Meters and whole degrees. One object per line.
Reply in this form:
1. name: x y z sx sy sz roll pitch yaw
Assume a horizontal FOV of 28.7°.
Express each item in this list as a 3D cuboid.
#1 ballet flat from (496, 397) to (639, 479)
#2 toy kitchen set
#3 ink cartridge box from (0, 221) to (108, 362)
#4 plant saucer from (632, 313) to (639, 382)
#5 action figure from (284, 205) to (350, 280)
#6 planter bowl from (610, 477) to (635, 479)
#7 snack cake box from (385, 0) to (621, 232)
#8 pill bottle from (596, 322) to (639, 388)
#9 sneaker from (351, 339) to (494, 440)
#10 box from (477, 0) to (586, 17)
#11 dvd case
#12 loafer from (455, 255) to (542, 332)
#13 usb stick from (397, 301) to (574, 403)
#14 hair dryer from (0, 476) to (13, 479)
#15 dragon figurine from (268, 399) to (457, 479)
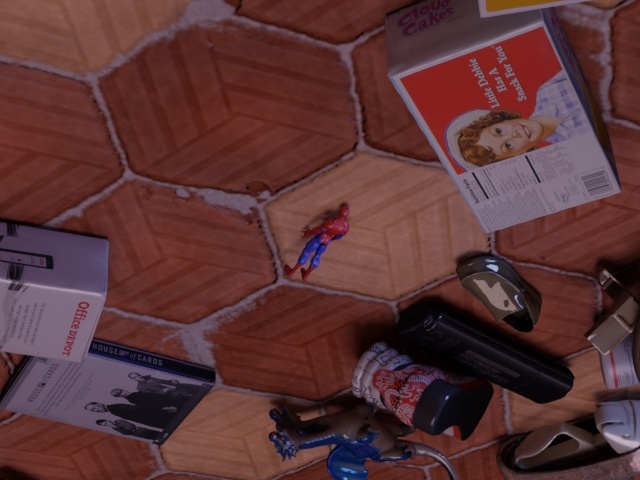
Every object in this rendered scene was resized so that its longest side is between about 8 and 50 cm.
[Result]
1. ballet flat: 0.387 0.284 1.759 0.316 0.107 0.106 -27 126 25
2. toy kitchen set: 0.337 0.080 1.503 0.068 0.083 0.075 43 97 -8
3. ink cartridge box: -0.356 0.056 1.430 0.203 0.086 0.148 10 140 -17
4. plant saucer: 0.503 0.100 1.492 0.278 0.041 0.277 -10 121 -16
5. action figure: 0.000 0.000 1.432 0.038 0.030 0.115 16 133 -31
6. planter bowl: 0.407 0.383 1.874 0.162 0.109 0.162 -2 142 -1
7. snack cake box: 0.183 -0.131 1.232 0.152 0.089 0.264 -17 139 19
8. pill bottle: 0.432 0.133 1.580 0.160 0.087 0.087 -11 141 9
9. sneaker: 0.132 0.192 1.643 0.145 0.090 0.270 28 -177 22
10. box: 0.222 -0.273 1.037 0.203 0.114 0.103 -9 141 5
11. dvd case: -0.284 0.198 1.659 0.239 0.029 0.179 18 137 -24
12. loafer: 0.221 0.066 1.512 0.148 0.050 0.056 30 131 -34
13. usb stick: 0.219 0.149 1.620 0.278 0.045 0.077 26 141 -32
14. hair dryer: -0.475 0.449 1.919 0.224 0.080 0.293 6 140 -11
15. dragon figurine: 0.058 0.287 1.748 0.289 0.085 0.144 31 130 -34
